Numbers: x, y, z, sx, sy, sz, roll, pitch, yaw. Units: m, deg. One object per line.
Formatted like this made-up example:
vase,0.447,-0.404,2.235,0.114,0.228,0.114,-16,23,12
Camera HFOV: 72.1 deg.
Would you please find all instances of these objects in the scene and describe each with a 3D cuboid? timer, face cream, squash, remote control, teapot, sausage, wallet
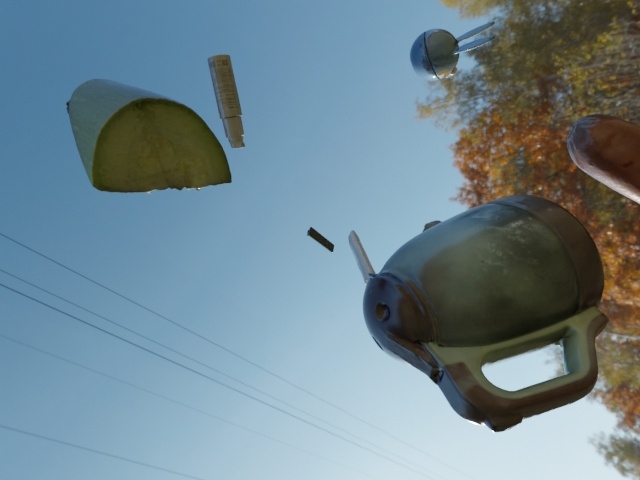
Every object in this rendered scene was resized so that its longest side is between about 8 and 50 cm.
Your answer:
timer,0.419,-0.601,1.421,0.175,0.256,0.175,4,-90,-76
face cream,-0.133,-0.198,0.638,0.034,0.034,0.129,-20,-77,-39
squash,-0.303,-0.184,0.761,0.237,0.155,0.203,-11,-78,-45
remote control,0.000,0.000,1.174,0.091,0.016,0.034,37,-138,-26
teapot,0.232,0.103,0.630,0.313,0.315,0.233,-18,-47,-21
sausage,0.537,-0.122,0.732,0.113,0.259,0.113,-48,-16,-18
wallet,0.104,0.066,1.001,0.032,0.182,0.124,-24,-49,3

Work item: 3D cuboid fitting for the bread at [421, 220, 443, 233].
bread,0.393,0.023,1.146,0.271,0.139,0.077,17,-71,-25
